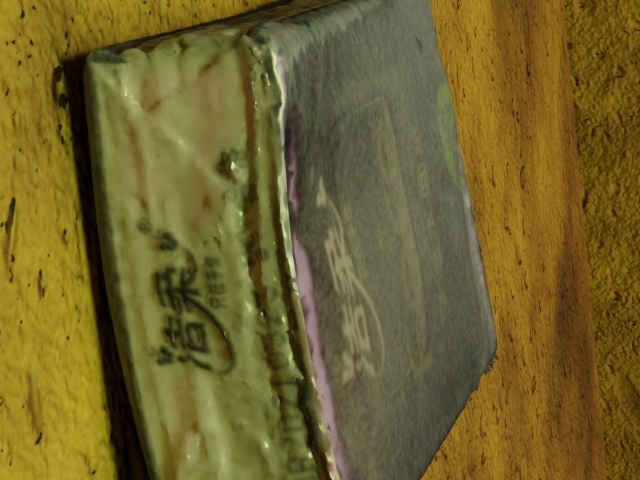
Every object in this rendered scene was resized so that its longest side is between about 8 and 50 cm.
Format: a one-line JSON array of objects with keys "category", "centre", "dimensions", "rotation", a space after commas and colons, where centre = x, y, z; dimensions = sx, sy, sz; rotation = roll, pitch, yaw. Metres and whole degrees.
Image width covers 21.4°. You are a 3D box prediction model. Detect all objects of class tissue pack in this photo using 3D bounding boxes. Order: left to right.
[{"category": "tissue pack", "centre": [0.000, 0.000, 1.014], "dimensions": [0.394, 0.124, 0.288], "rotation": [-37, 116, -70]}]
